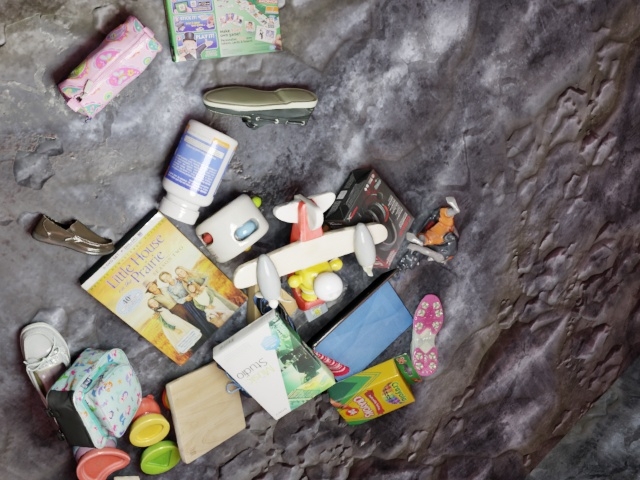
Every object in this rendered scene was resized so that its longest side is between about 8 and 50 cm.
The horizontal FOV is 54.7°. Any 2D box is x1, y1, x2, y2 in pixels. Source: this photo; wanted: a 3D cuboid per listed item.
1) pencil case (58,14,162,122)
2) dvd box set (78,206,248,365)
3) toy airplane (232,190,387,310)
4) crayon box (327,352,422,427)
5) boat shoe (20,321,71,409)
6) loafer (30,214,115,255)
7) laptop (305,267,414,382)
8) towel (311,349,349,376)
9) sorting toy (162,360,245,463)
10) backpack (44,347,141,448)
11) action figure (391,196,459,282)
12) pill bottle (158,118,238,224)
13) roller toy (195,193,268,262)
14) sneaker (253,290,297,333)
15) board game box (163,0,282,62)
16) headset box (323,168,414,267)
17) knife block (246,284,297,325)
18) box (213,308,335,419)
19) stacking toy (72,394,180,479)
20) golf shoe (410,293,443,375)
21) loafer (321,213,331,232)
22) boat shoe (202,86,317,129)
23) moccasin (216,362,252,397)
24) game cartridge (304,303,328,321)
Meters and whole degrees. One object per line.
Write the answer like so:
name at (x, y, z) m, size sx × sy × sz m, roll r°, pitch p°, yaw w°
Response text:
pencil case at (-0.541, -0.441, 1.590) m, size 0.284 × 0.124 × 0.124 m, roll -46°, pitch 122°, yaw -7°
dvd box set at (-0.459, 0.148, 1.871) m, size 0.307 × 0.062 × 0.420 m, roll -45°, pitch 122°, yaw -8°
toy airplane at (-0.015, 0.052, 1.820) m, size 0.386 × 0.272 × 0.384 m, roll -45°, pitch 141°, yaw 13°
crayon box at (0.209, 0.550, 2.265) m, size 0.318 × 0.081 × 0.202 m, roll -26°, pitch 131°, yaw 8°
boat shoe at (-0.766, 0.383, 1.767) m, size 0.118 × 0.103 × 0.321 m, roll -16°, pitch 114°, yaw -22°
loafer at (-0.667, -0.016, 1.693) m, size 0.220 × 0.080 × 0.078 m, roll 15°, pitch 99°, yaw -30°
laptop at (0.167, 0.320, 2.167) m, size 0.382 × 0.408 × 0.236 m, roll -42°, pitch 87°, yaw -9°
towel at (-0.056, 0.406, 2.041) m, size 0.275 × 0.198 × 0.031 m, roll 34°, pitch 49°, yaw -42°
sorting toy at (-0.381, 0.529, 1.981) m, size 0.257 × 0.089 × 0.256 m, roll -19°, pitch 102°, yaw -49°
backpack at (-0.627, 0.432, 1.766) m, size 0.191 × 0.253 × 0.225 m, roll -6°, pitch 119°, yaw 12°
action figure at (0.396, 0.025, 2.178) m, size 0.341 × 0.178 × 0.330 m, roll -55°, pitch 155°, yaw -5°
pill bottle at (-0.355, -0.191, 1.755) m, size 0.152 × 0.152 × 0.272 m, roll 23°, pitch 96°, yaw -32°
roller toy at (-0.257, -0.029, 1.824) m, size 0.209 × 0.191 × 0.146 m, roll -32°, pitch 99°, yaw 18°
sneaker at (-0.131, 0.260, 1.961) m, size 0.081 × 0.090 × 0.232 m, roll -39°, pitch 120°, yaw -11°
board game box at (-0.267, -0.620, 1.714) m, size 0.317 × 0.046 × 0.214 m, roll -13°, pitch 112°, yaw -23°
headset box at (0.174, -0.061, 2.068) m, size 0.293 × 0.110 × 0.218 m, roll 46°, pitch 63°, yaw -32°
knife block at (-0.200, 0.247, 2.026) m, size 0.242 × 0.088 × 0.275 m, roll -49°, pitch 122°, yaw -5°
box at (-0.137, 0.382, 1.881) m, size 0.232 × 0.058 × 0.322 m, roll -34°, pitch 118°, yaw 9°
stacking toy at (-0.606, 0.648, 1.964) m, size 0.309 × 0.130 × 0.280 m, roll -29°, pitch 135°, yaw -9°
golf shoe at (0.392, 0.358, 2.374) m, size 0.115 × 0.140 × 0.306 m, roll 11°, pitch 82°, yaw -5°
loafer at (0.000, 0.000, 2.061) m, size 0.062 × 0.061 × 0.170 m, roll 3°, pitch 106°, yaw -29°
boat shoe at (-0.177, -0.376, 1.807) m, size 0.340 × 0.127 × 0.113 m, roll -10°, pitch 134°, yaw -27°
moccasin at (-0.211, 0.460, 2.019) m, size 0.342 × 0.137 × 0.117 m, roll 37°, pitch 63°, yaw -45°
game cartridge at (-0.017, 0.242, 2.164) m, size 0.083 × 0.017 × 0.056 m, roll -30°, pitch 115°, yaw -16°
